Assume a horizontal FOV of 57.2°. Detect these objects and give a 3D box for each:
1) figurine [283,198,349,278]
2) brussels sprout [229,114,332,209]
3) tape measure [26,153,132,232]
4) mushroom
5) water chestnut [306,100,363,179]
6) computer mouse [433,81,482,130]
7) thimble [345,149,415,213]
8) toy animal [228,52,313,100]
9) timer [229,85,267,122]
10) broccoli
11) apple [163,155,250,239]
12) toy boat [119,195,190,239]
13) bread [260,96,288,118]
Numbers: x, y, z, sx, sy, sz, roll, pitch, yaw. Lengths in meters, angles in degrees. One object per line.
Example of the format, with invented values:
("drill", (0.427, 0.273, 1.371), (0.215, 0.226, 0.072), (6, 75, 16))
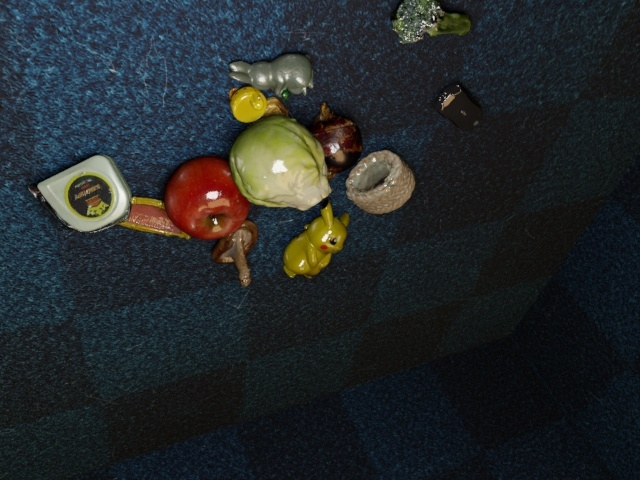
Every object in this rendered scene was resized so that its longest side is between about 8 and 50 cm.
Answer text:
("figurine", (-0.005, 0.005, 2.255), (0.326, 0.169, 0.218), (-42, 158, 22))
("brussels sprout", (-0.122, -0.217, 1.689), (0.273, 0.317, 0.242), (-9, 153, -48))
("tape measure", (-0.657, -0.115, 1.650), (0.235, 0.115, 0.207), (-27, 105, -3))
("mushroom", (-0.279, 0.056, 2.078), (0.147, 0.218, 0.227), (0, 136, -33))
("water chestnut", (0.027, -0.318, 1.866), (0.223, 0.238, 0.224), (-20, -175, 2))
("computer mouse", (0.488, -0.471, 2.077), (0.217, 0.074, 0.122), (26, 116, -42))
("thimble", (0.214, -0.211, 2.115), (0.229, 0.196, 0.148), (-12, 151, 30))
("toy animal", (-0.137, -0.468, 1.653), (0.236, 0.139, 0.108), (5, 175, -7))
("timer", (-0.202, -0.384, 1.681), (0.107, 0.109, 0.107), (-18, 144, -14))
("broccoli", (0.347, -0.650, 1.729), (0.303, 0.146, 0.165), (-11, 147, -43))
("apple", (-0.349, -0.130, 1.804), (0.260, 0.217, 0.261), (-18, 145, -14))
("toy boat", (-0.553, -0.077, 1.837), (0.317, 0.099, 0.141), (17, 126, -42))
("bread", (-0.145, -0.383, 1.779), (0.083, 0.044, 0.110), (-33, 147, 9))
